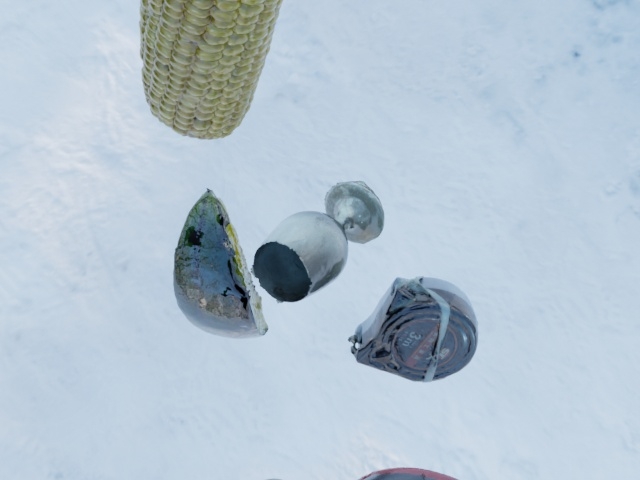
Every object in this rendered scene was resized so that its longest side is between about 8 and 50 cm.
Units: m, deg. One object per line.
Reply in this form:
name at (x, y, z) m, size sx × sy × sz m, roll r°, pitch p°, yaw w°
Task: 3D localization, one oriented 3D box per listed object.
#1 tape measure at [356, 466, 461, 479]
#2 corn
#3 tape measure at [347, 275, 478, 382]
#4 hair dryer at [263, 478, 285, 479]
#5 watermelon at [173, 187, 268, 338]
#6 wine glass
tape measure at (0.095, 0.326, 0.686) m, size 0.253 × 0.114 × 0.260 m, roll 37°, pitch 127°, yaw 12°
corn at (-0.100, -0.228, 0.731) m, size 0.144 × 0.387 × 0.144 m, roll 6°, pitch 57°, yaw -10°
tape measure at (0.168, 0.148, 1.308) m, size 0.181 × 0.107 × 0.182 m, roll 26°, pitch 119°, yaw -16°
hair dryer at (0.051, 0.477, 1.113) m, size 0.362 × 0.203 × 0.128 m, roll 47°, pitch 64°, yaw -34°
watermelon at (-0.147, 0.065, 1.213) m, size 0.123 × 0.129 × 0.301 m, roll 1°, pitch 133°, yaw 15°
wine glass at (0.000, 0.000, 1.241) m, size 0.126 × 0.241 × 0.126 m, roll 16°, pitch 123°, yaw 27°
